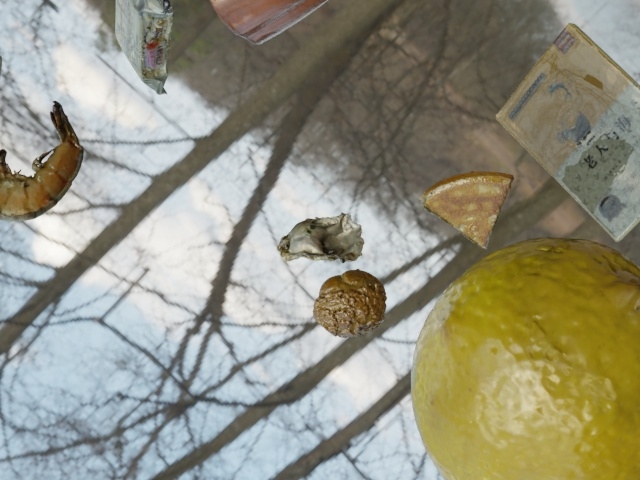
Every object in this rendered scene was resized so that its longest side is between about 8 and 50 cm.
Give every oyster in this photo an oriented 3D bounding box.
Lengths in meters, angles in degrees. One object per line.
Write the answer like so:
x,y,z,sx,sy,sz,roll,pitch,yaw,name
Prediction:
0.000,-0.003,1.762,0.053,0.166,0.108,79,-163,-67,oyster

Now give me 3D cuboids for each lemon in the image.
0.258,0.158,1.080,0.336,0.336,0.336,44,-170,-10,lemon

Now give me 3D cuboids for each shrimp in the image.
-0.342,-0.108,1.001,0.195,0.148,0.035,33,156,4,shrimp

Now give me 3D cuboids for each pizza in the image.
0.304,-0.062,1.830,0.176,0.185,0.036,53,-153,-28,pizza

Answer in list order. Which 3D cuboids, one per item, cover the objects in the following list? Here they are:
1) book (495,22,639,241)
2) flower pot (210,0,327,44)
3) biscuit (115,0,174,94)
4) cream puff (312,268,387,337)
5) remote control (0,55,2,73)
0.564,-0.222,1.949,0.032,0.269,0.389,-12,-125,-49,book
-0.045,-0.364,1.189,0.190,0.173,0.190,51,-151,-43,flower pot
-0.353,-0.436,1.898,0.186,0.079,0.309,57,156,18,biscuit
0.055,0.124,1.763,0.103,0.144,0.126,-84,-19,-56,cream puff
-0.543,-0.231,1.397,0.029,0.065,0.166,40,-141,22,remote control
